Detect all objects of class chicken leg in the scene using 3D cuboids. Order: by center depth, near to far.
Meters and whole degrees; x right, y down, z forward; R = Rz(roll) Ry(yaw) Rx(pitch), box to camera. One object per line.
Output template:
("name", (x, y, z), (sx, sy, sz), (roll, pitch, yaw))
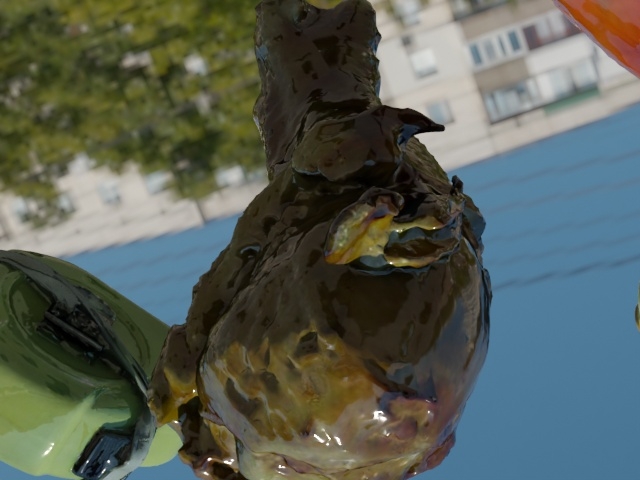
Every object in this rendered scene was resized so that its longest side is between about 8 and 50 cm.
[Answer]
("chicken leg", (0.003, 0.016, 0.829), (0.211, 0.140, 0.361), (-63, -167, 17))

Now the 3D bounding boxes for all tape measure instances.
("tape measure", (-0.173, 0.082, 1.138), (0.106, 0.200, 0.175), (-53, 179, 23))

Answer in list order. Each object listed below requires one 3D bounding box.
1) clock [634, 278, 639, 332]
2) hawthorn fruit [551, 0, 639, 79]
("clock", (0.340, 0.057, 1.401), (0.170, 0.232, 0.069), (11, -179, 30))
("hawthorn fruit", (0.154, -0.137, 0.582), (0.210, 0.210, 0.262), (-16, -117, 16))
